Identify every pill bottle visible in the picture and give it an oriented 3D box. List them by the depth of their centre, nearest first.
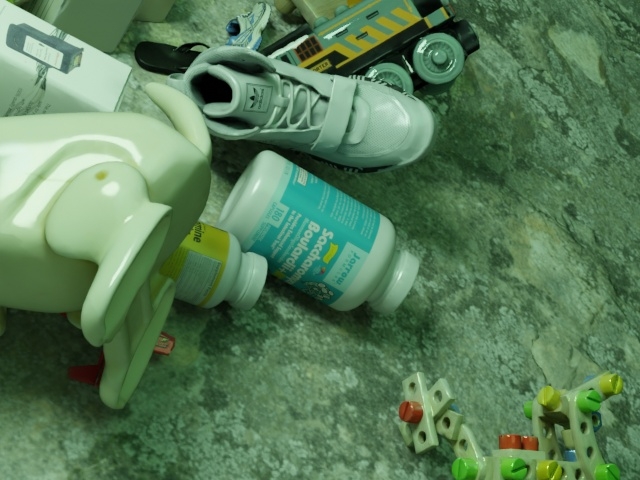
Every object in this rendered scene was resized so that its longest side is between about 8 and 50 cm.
[{"bbox_3d":[-0.165,0.026,1.568,0.184,0.103,0.103,21,46,-21],"label":"pill bottle"},{"bbox_3d":[0.000,0.000,1.677,0.264,0.146,0.146,29,43,-12],"label":"pill bottle"}]

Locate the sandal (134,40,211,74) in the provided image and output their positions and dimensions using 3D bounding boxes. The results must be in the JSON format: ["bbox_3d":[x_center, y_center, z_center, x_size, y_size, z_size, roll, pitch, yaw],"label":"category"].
[{"bbox_3d":[-0.188,-0.269,1.847,0.179,0.040,0.067,6,52,-32],"label":"sandal"}]

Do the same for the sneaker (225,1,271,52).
[{"bbox_3d":[-0.116,-0.339,1.954,0.058,0.052,0.135,24,44,-11],"label":"sneaker"}]

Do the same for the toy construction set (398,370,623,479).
[{"bbox_3d":[0.261,0.268,1.637,0.327,0.151,0.215,7,76,-22],"label":"toy construction set"}]

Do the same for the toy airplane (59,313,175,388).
[{"bbox_3d":[-0.250,0.124,1.478,0.151,0.028,0.151,15,47,-17],"label":"toy airplane"}]

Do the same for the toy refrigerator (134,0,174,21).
[{"bbox_3d":[-0.294,-0.469,1.896,0.094,0.102,0.269,-1,56,-37],"label":"toy refrigerator"}]

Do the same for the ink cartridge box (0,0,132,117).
[{"bbox_3d":[-0.379,-0.186,1.540,0.237,0.172,0.100,28,43,-14],"label":"ink cartridge box"}]

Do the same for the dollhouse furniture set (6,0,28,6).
[{"bbox_3d":[-0.514,-0.403,1.582,0.301,0.151,0.197,3,86,-38],"label":"dollhouse furniture set"}]

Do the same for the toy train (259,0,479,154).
[{"bbox_3d":[0.068,-0.267,1.857,0.190,0.334,0.142,59,-1,2],"label":"toy train"}]

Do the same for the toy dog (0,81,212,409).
[{"bbox_3d":[-0.349,-0.060,1.352,0.408,0.284,0.395,20,73,5],"label":"toy dog"}]

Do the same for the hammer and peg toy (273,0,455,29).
[{"bbox_3d":[0.115,-0.386,2.081,0.361,0.127,0.266,-31,84,-46],"label":"hammer and peg toy"}]

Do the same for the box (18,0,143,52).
[{"bbox_3d":[-0.359,-0.398,1.752,0.127,0.148,0.232,-7,61,-41],"label":"box"}]

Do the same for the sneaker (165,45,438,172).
[{"bbox_3d":[-0.030,-0.175,1.689,0.366,0.137,0.210,14,7,13],"label":"sneaker"}]
